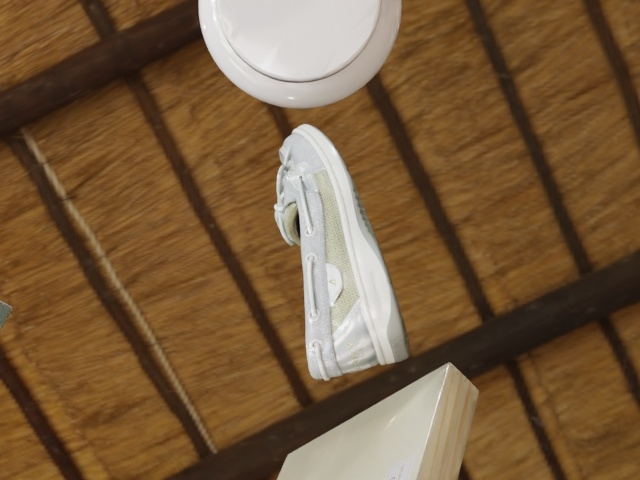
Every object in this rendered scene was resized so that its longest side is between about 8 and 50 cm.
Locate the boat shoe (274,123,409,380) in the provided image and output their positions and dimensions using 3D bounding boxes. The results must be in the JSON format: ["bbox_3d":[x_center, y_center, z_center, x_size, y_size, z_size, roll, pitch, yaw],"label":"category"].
[{"bbox_3d":[0.001,0.003,1.117,0.118,0.103,0.320,72,179,-51],"label":"boat shoe"}]

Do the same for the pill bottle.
[{"bbox_3d":[-0.015,-0.180,0.853,0.152,0.272,0.152,0,-81,-1],"label":"pill bottle"}]

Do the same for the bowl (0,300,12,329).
[{"bbox_3d":[-0.459,0.101,1.000,0.312,0.312,0.163,19,-103,-35],"label":"bowl"}]

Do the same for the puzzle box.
[{"bbox_3d":[0.007,0.319,1.054,0.052,0.272,0.409,44,-142,-14],"label":"puzzle box"}]
